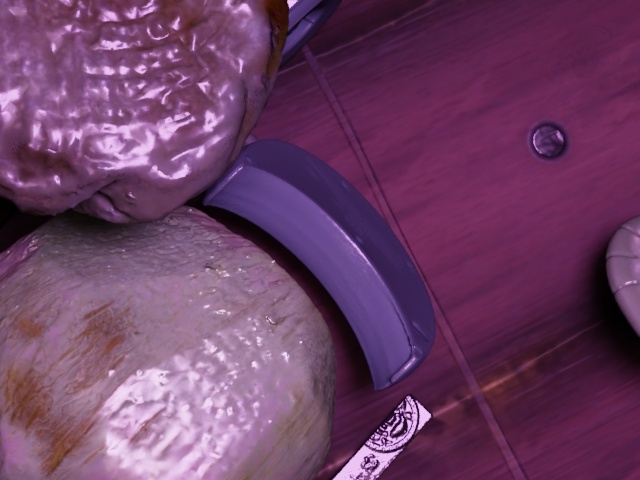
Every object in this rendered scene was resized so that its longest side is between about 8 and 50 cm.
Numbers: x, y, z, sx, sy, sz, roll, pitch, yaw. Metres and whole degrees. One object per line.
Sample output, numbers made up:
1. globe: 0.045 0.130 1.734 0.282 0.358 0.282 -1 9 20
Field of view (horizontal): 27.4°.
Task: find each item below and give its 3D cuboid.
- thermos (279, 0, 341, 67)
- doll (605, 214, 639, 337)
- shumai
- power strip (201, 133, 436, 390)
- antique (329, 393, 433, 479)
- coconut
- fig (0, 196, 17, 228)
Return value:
1. thermos: -0.107 -0.284 1.114 0.182 0.145 0.286 -43 88 -1
2. doll: 0.388 0.083 1.121 0.284 0.216 0.268 -7 56 -25
3. shumai: -0.183 -0.142 0.965 0.304 0.263 0.309 18 71 -3
4. power strip: 0.000 0.000 1.078 0.054 0.167 0.253 -41 92 22
5. antique: 0.022 0.210 1.119 0.031 0.015 0.192 43 78 1
6. coconut: -0.154 0.134 0.972 0.329 0.281 0.328 -2 63 4
7. fig: -0.324 -0.097 1.015 0.195 0.245 0.195 1 63 -2
